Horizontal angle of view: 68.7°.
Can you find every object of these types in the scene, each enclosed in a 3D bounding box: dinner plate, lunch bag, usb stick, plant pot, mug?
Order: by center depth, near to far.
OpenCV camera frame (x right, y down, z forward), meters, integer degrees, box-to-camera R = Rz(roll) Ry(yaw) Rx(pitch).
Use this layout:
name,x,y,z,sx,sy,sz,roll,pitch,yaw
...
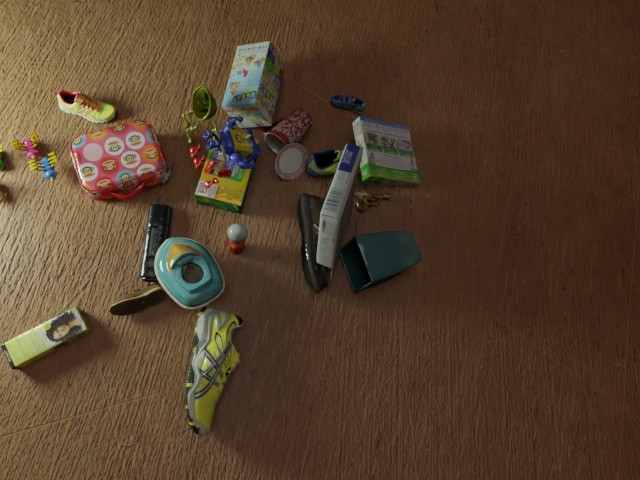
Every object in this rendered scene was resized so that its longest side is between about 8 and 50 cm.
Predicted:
name,x,y,z,sx,sy,sz,roll,pitch,yaw
usb stick,-0.557,0.004,1.589,0.077,0.045,0.277,5,69,-12
lunch bag,-0.684,-0.262,1.618,0.293,0.120,0.258,-19,77,-15
plant pot,0.220,0.060,1.644,0.234,0.165,0.165,-14,75,-23
dinner plate,-0.108,-0.293,1.726,0.141,0.141,0.017,-35,45,-17
mug,-0.128,-0.424,1.765,0.150,0.113,0.169,39,68,2

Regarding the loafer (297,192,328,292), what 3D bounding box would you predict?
name,x,y,z,sx,sy,sz,roll,pitch,yaw
loafer,0.000,0.000,1.636,0.130,0.134,0.365,-3,73,-10

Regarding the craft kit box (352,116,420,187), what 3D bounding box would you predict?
name,x,y,z,sx,sy,sz,roll,pitch,yaw
craft kit box,0.252,-0.332,1.779,0.250,0.061,0.246,3,68,-32

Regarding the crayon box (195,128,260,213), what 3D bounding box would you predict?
name,x,y,z,sx,sy,sz,roll,pitch,yaw
crayon box,-0.331,-0.252,1.691,0.166,0.081,0.278,14,71,-5

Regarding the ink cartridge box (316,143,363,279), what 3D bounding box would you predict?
name,x,y,z,sx,sy,sz,roll,pitch,yaw
ink cartridge box,0.057,-0.090,1.537,0.072,0.330,0.324,15,52,5

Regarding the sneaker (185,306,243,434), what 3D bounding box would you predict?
name,x,y,z,sx,sy,sz,roll,pitch,yaw
sneaker,-0.327,0.399,1.453,0.147,0.145,0.384,5,73,-6

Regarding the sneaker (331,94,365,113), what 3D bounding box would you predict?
name,x,y,z,sx,sy,sz,roll,pitch,yaw
sneaker,0.114,-0.555,1.871,0.144,0.059,0.053,14,73,-4

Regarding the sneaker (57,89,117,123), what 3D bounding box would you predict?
name,x,y,z,sx,sy,sz,roll,pitch,yaw
sneaker,-0.841,-0.485,1.678,0.209,0.094,0.081,10,70,-7

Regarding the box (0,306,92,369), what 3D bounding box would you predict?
name,x,y,z,sx,sy,sz,roll,pitch,yaw
box,-0.843,0.301,1.446,0.232,0.058,0.087,-30,79,-16

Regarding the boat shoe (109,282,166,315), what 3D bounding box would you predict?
name,x,y,z,sx,sy,sz,roll,pitch,yaw
boat shoe,-0.596,0.189,1.524,0.178,0.064,0.060,-22,40,-19

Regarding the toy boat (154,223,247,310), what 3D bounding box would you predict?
name,x,y,z,sx,sy,sz,roll,pitch,yaw
toy boat,-0.377,0.058,1.528,0.318,0.148,0.267,-34,73,-26

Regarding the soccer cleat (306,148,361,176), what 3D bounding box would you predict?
name,x,y,z,sx,sy,sz,roll,pitch,yaw
soccer cleat,0.089,-0.302,1.752,0.289,0.121,0.093,-12,74,-14

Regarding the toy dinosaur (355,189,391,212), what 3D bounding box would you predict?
name,x,y,z,sx,sy,sz,roll,pitch,yaw
toy dinosaur,0.160,-0.168,1.764,0.212,0.064,0.112,14,55,-15

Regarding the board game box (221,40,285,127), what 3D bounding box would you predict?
name,x,y,z,sx,sy,sz,roll,pitch,yaw
board game box,-0.247,-0.580,1.754,0.144,0.142,0.275,2,69,22

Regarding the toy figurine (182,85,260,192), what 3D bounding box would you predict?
name,x,y,z,sx,sy,sz,roll,pitch,yaw
toy figurine,-0.318,-0.342,1.635,0.217,0.191,0.362,-1,61,-40

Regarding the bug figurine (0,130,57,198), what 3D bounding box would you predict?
name,x,y,z,sx,sy,sz,roll,pitch,yaw
bug figurine,-1.029,-0.250,1.585,0.279,0.072,0.216,-22,71,-10
